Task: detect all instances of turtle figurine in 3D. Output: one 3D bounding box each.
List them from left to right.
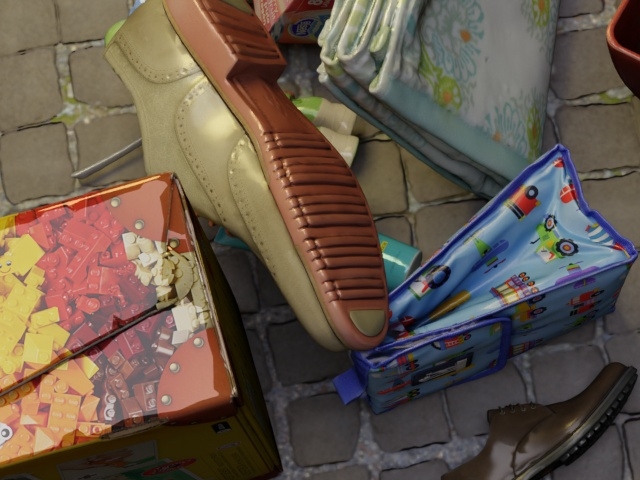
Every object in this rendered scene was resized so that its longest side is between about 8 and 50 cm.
[{"bbox_3d":[-0.110,-0.095,1.856,0.266,0.198,0.274,18,80,-8],"label":"turtle figurine"}]

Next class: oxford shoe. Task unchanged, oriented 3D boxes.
[{"bbox_3d":[-0.068,-0.055,1.685,0.146,0.140,0.397,-35,69,23],"label":"oxford shoe"},{"bbox_3d":[0.212,0.184,1.808,0.227,0.083,0.096,-38,72,-8],"label":"oxford shoe"}]

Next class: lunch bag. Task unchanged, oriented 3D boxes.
[{"bbox_3d":[0.137,0.063,1.770,0.293,0.221,0.138,-31,76,-5],"label":"lunch bag"}]

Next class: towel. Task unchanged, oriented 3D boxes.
[{"bbox_3d":[0.136,-0.237,1.783,0.090,0.374,0.320,4,76,31],"label":"towel"}]

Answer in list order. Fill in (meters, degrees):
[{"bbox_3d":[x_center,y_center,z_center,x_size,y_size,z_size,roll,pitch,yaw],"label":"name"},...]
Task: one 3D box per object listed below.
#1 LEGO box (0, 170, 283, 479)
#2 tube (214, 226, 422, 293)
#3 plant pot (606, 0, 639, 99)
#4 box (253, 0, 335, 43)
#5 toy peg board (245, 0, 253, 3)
[{"bbox_3d":[-0.249,0.139,1.632,0.372,0.500,0.193,-15,76,-1],"label":"LEGO box"},{"bbox_3d":[0.000,0.000,1.889,0.207,0.052,0.080,20,68,15],"label":"tube"},{"bbox_3d":[0.445,-0.208,1.815,0.267,0.236,0.267,28,80,10],"label":"plant pot"},{"bbox_3d":[0.007,-0.364,1.907,0.154,0.142,0.300,-1,74,-21],"label":"box"},{"bbox_3d":[-0.132,-0.319,1.933,0.079,0.161,0.160,-17,82,33],"label":"toy peg board"}]
